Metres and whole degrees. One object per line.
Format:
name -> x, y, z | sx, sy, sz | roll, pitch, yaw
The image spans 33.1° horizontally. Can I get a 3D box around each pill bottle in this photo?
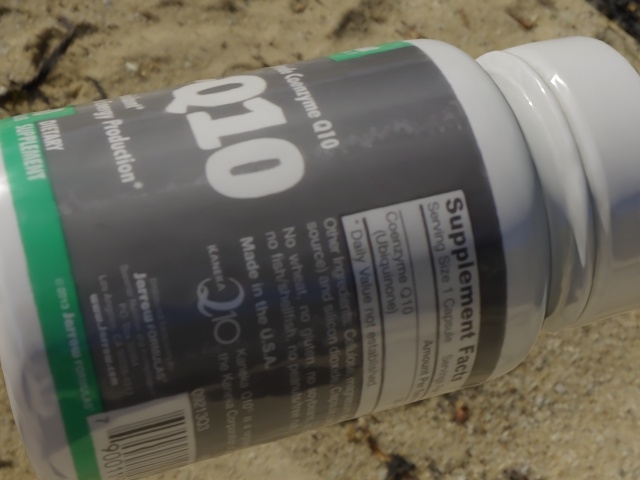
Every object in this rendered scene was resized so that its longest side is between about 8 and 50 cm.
pill bottle -> 0.000, 0.000, 0.611 | 0.361, 0.204, 0.204 | -13, 51, -15
